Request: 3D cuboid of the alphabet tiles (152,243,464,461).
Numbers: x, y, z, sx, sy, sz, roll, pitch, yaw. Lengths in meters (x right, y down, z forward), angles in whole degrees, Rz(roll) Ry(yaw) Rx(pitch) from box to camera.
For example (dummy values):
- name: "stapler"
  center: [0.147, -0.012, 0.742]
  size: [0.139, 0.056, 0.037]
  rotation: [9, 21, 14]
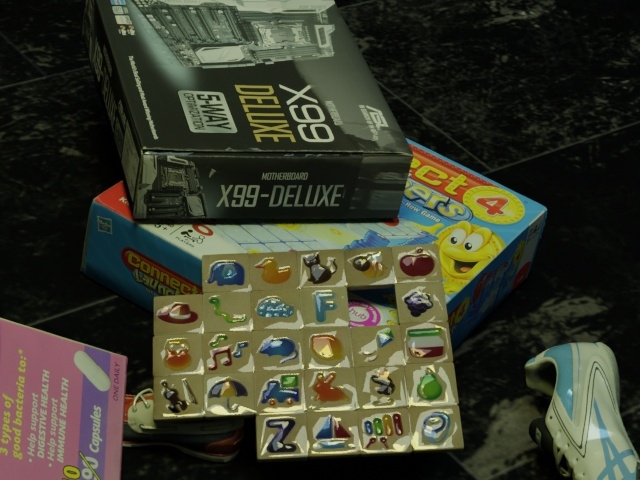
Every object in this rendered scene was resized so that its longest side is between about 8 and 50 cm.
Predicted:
- name: "alphabet tiles"
  center: [-0.014, 0.088, 1.342]
  size: [0.237, 0.009, 0.198]
  rotation: [-3, 52, -2]

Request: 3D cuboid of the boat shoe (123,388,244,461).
- name: "boat shoe"
  center: [-0.127, 0.139, 1.337]
  size: [0.137, 0.043, 0.049]
  rotation: [13, 37, 2]

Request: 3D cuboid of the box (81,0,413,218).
- name: "box"
  center: [-0.076, -0.136, 1.550]
  size: [0.242, 0.076, 0.307]
  rotation: [0, 37, -17]

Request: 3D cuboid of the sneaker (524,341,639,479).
- name: "sneaker"
  center: [0.219, 0.179, 1.369]
  size: [0.086, 0.085, 0.237]
  rotation: [-15, 40, 6]

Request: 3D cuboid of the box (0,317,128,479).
- name: "box"
  center: [-0.254, 0.155, 1.059]
  size: [0.243, 0.117, 0.213]
  rotation: [21, 58, -37]

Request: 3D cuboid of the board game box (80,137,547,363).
- name: "board game box"
  center: [0.000, 0.000, 1.529]
  size: [0.308, 0.086, 0.302]
  rotation: [27, 38, 20]
